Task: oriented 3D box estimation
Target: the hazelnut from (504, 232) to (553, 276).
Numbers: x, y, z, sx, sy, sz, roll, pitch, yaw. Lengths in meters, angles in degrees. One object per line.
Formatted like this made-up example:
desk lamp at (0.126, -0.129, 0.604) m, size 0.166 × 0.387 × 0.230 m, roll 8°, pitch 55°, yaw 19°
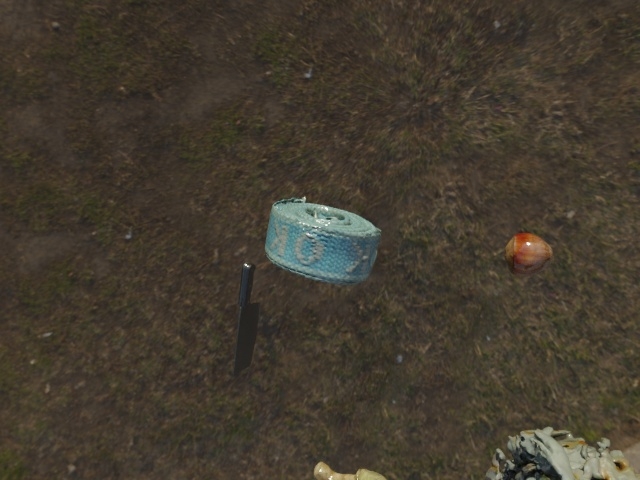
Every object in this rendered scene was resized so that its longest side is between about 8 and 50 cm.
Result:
hazelnut at (0.368, 0.025, 1.074) m, size 0.086 × 0.086 × 0.086 m, roll 2°, pitch 103°, yaw 8°

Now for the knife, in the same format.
knife at (-0.151, 0.159, 1.273) m, size 0.019 × 0.072 × 0.245 m, roll 15°, pitch 106°, yaw 27°

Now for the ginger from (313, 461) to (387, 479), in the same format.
ginger at (0.037, 0.247, 0.601) m, size 0.097 × 0.030 × 0.048 m, roll 32°, pitch 106°, yaw 16°

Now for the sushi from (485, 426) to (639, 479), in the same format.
sushi at (0.367, 0.459, 0.841) m, size 0.176 × 0.417 × 0.417 m, roll -5°, pitch 103°, yaw -21°

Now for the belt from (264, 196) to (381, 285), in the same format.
belt at (0.000, 0.002, 0.755) m, size 0.147 × 0.163 × 0.082 m, roll 18°, pitch 104°, yaw 16°
